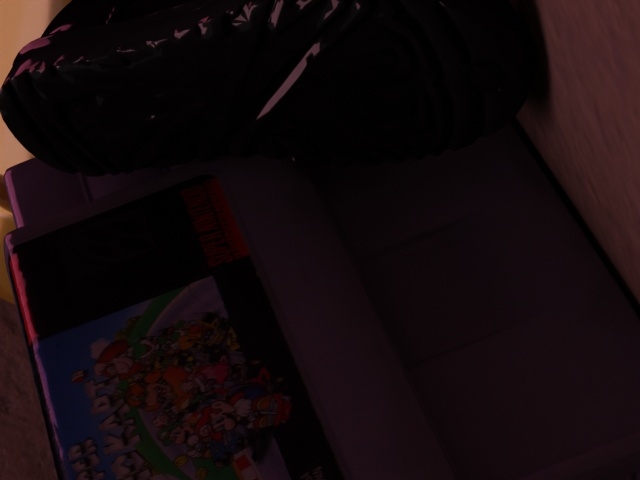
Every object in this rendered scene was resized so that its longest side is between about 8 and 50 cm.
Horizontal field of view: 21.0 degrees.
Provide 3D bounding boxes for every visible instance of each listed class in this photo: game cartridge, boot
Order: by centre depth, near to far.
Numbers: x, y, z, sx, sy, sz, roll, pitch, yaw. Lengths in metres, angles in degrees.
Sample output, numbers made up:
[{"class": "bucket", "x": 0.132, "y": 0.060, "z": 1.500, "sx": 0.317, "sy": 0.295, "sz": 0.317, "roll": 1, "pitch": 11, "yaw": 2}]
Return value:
[{"class": "game cartridge", "x": 0.003, "y": 0.048, "z": 0.685, "sx": 0.355, "sy": 0.230, "sz": 0.068, "roll": -116, "pitch": 10, "yaw": -48}, {"class": "boot", "x": -0.009, "y": -0.132, "z": 0.761, "sx": 0.094, "sy": 0.246, "sz": 0.207, "roll": 57, "pitch": -140, "yaw": -40}]

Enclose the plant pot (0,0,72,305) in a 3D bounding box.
[{"class": "plant pot", "x": -0.112, "y": -0.119, "z": 1.004, "sx": 0.239, "sy": 0.254, "sz": 0.254, "roll": 98, "pitch": 157, "yaw": -43}]
